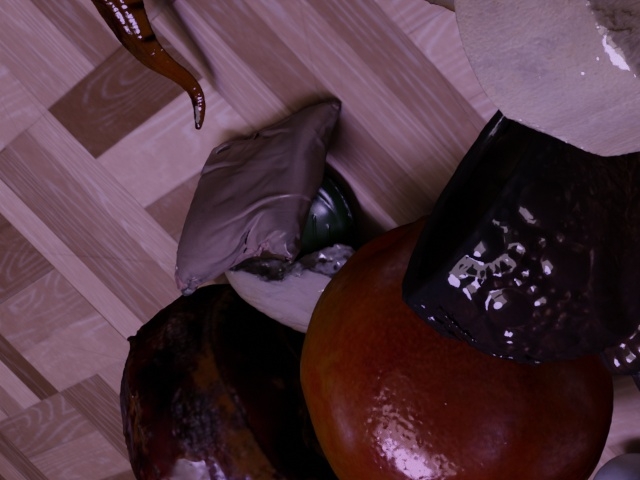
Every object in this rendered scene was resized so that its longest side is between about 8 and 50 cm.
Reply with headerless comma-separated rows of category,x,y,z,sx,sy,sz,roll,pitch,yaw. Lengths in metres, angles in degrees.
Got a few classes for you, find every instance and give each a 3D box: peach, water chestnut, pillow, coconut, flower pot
peach,0.129,0.133,1.959,0.308,0.308,0.332,5,119,48
water chestnut,-0.064,0.197,2.304,0.302,0.350,0.350,-33,107,23
pillow,-0.070,-0.041,2.080,0.067,0.173,0.270,21,162,-26
coconut,0.219,-0.183,1.449,0.237,0.237,0.266,50,145,-16
flower pot,0.246,0.013,1.681,0.267,0.266,0.266,31,153,-7

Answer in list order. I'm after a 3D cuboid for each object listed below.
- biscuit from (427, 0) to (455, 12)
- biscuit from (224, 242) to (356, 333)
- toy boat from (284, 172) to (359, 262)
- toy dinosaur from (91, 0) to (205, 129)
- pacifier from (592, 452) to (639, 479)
biscuit,0.096,-0.275,1.678,0.220,0.033,0.220,31,151,20
biscuit,0.021,0.064,2.154,0.265,0.040,0.188,14,151,7
toy boat,0.000,0.000,2.160,0.104,0.052,0.210,22,145,25
toy dinosaur,-0.237,-0.299,1.995,0.208,0.097,0.432,16,148,23
pacifier,0.369,0.311,2.016,0.343,0.288,0.269,40,-167,-42
